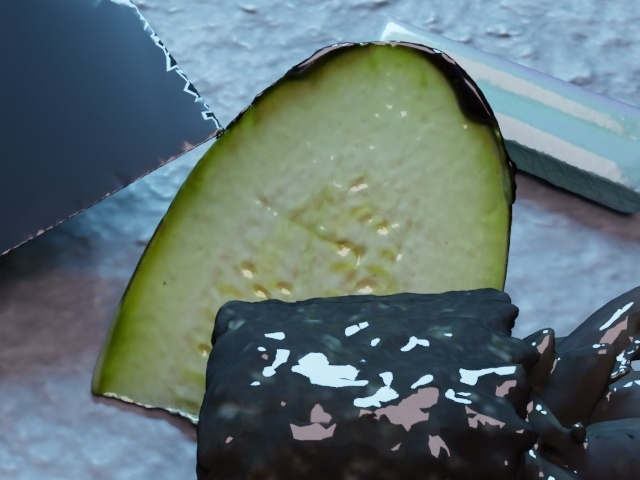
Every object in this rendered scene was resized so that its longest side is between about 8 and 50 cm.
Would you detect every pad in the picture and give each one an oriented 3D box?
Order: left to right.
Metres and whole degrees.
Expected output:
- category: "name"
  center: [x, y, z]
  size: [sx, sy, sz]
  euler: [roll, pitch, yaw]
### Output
- category: "pad"
  center: [-0.277, -0.066, 0.772]
  size: [0.367, 0.007, 0.248]
  euler: [-31, 68, -10]

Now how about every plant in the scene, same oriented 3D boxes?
- category: "plant"
  center: [0.092, 0.130, 0.681]
  size: [0.320, 0.194, 0.182]
  euler: [6, 26, -1]

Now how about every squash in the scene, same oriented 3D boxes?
- category: "squash"
  center: [0.000, 0.000, 0.762]
  size: [0.236, 0.155, 0.204]
  euler: [11, 59, -5]

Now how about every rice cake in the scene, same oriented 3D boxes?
- category: "rice cake"
  center: [0.131, -0.092, 0.895]
  size: [0.221, 0.042, 0.080]
  euler: [20, 62, 3]
